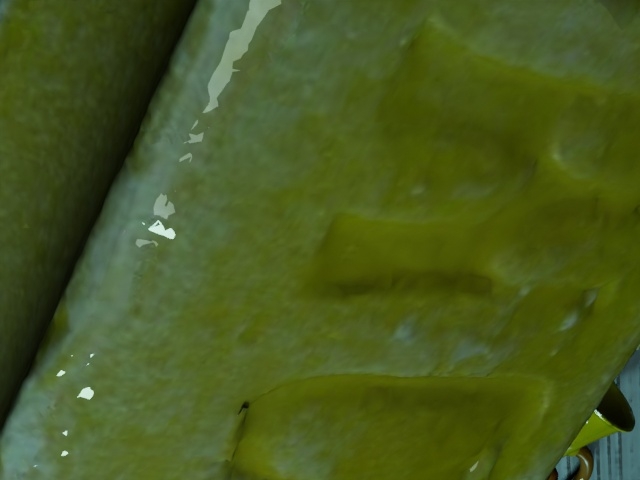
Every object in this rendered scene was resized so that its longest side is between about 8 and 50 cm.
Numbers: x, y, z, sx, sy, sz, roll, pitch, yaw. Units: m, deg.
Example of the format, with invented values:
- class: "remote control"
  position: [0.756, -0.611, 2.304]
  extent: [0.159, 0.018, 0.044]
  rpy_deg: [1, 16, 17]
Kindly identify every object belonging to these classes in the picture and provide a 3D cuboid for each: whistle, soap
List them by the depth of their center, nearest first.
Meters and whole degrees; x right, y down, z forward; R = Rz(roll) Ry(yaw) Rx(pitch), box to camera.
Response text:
- class: "soap"
  position: [0.000, 0.000, 0.580]
  extent: [0.293, 0.156, 0.335]
  rpy_deg: [5, 124, -44]
- class: "whistle"
  position: [0.113, 0.110, 0.763]
  extent: [0.109, 0.057, 0.046]
  rpy_deg: [-49, 64, 29]

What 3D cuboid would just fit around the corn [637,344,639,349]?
- class: "corn"
  position: [0.292, -0.003, 0.675]
  extent: [0.313, 0.102, 0.102]
  rpy_deg: [-11, 117, 0]
